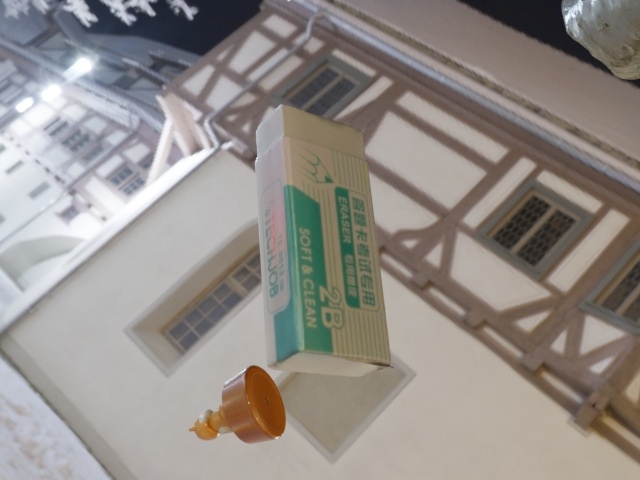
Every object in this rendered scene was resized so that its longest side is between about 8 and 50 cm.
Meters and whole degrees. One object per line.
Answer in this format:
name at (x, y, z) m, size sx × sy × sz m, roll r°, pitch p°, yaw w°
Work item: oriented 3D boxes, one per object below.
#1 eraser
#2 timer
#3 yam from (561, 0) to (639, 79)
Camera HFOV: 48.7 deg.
eraser at (0.000, 0.000, 0.601) m, size 0.096 × 0.225 × 0.052 m, roll 12°, pitch -29°, yaw -33°
timer at (-0.156, 0.304, 1.226) m, size 0.132 × 0.152 × 0.132 m, roll 56°, pitch 17°, yaw -28°
yam at (0.397, -0.296, 0.791) m, size 0.195 × 0.195 × 0.300 m, roll 46°, pitch 2°, yaw 2°
